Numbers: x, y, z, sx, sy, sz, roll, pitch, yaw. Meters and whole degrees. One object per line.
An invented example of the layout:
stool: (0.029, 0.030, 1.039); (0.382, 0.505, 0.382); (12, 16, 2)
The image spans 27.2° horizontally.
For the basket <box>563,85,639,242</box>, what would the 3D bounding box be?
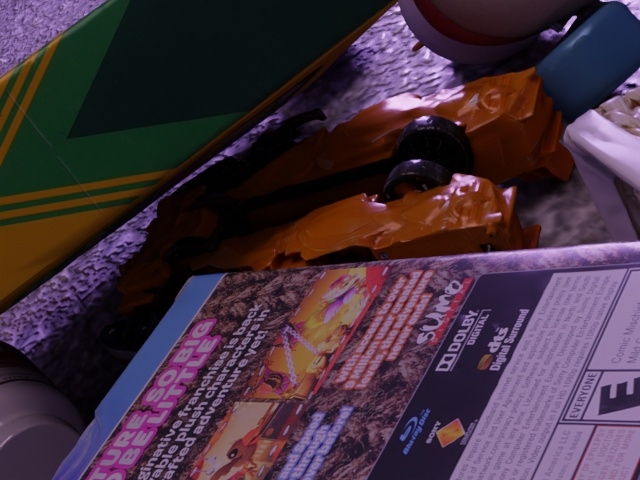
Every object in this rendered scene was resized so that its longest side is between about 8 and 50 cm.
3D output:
basket: (0.196, -0.007, 0.557); (0.103, 0.113, 0.167); (-32, 28, 0)

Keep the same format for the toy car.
toy car: (0.129, -0.197, 0.882); (0.210, 0.219, 0.238); (-43, 0, -12)

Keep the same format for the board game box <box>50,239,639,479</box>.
board game box: (0.024, 0.134, 0.502); (0.291, 0.141, 0.232); (-5, 41, 45)

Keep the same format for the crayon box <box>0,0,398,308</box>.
crayon box: (-0.141, -0.068, 0.867); (0.313, 0.106, 0.363); (-38, 5, -14)

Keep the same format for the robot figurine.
robot figurine: (0.000, 0.000, 0.792); (0.291, 0.085, 0.211); (-17, 34, 31)

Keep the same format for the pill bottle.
pill bottle: (-0.198, 0.121, 0.831); (0.086, 0.086, 0.152); (-43, 29, -13)
